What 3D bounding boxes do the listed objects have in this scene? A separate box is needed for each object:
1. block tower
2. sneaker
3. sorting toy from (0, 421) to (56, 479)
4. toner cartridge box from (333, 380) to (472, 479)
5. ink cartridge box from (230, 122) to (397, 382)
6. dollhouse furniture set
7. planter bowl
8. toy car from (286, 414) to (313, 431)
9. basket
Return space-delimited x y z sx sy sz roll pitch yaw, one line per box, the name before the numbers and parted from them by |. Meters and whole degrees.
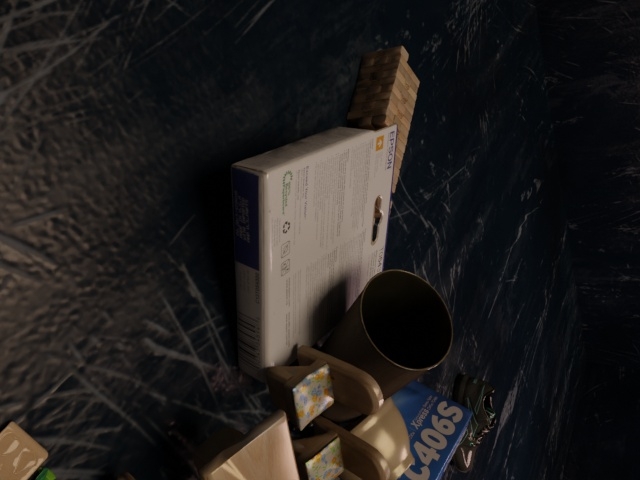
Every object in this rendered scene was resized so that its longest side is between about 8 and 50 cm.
block tower | 0.104 -0.196 0.972 0.097 0.091 0.335 33 66 -50
sneaker | 0.421 0.511 1.417 0.101 0.106 0.267 3 90 -54
sorting toy | -0.304 0.230 0.511 0.062 0.012 0.083 -56 130 -42
toner cartridge box | 0.150 0.421 0.990 0.348 0.165 0.075 -36 141 -47
ink cartridge box | 0.000 0.000 0.793 0.330 0.072 0.323 -32 132 -48
dollhouse furniture set | -0.032 0.410 0.634 0.362 0.257 0.393 -28 120 -39
planter bowl | 0.089 0.360 0.880 0.109 0.162 0.162 51 37 13
toy car | -0.028 0.314 0.881 0.122 0.060 0.040 76 -8 -46
basket | 0.078 0.183 0.824 0.154 0.226 0.204 39 38 4
